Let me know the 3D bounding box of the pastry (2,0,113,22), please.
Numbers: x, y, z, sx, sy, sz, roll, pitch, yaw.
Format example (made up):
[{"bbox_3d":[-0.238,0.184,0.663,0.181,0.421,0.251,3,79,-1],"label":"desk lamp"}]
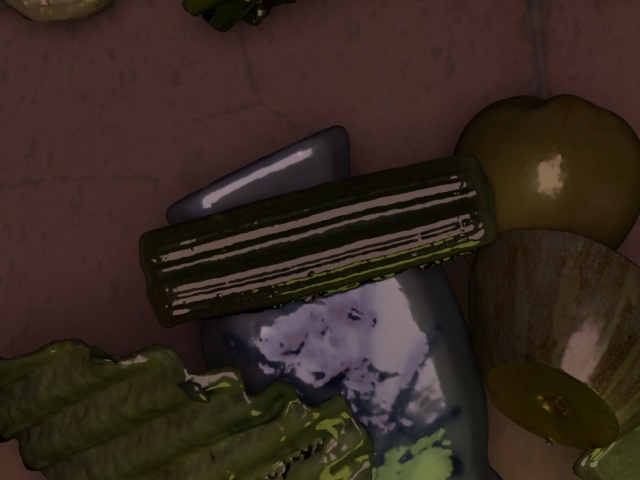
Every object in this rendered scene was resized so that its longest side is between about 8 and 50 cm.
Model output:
[{"bbox_3d":[-0.252,-0.283,1.764,0.165,0.088,0.166,0,93,-5],"label":"pastry"}]

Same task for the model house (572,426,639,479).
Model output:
[{"bbox_3d":[0.348,0.172,1.778,0.189,0.195,0.214,-6,77,22],"label":"model house"}]

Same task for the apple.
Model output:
[{"bbox_3d":[0.210,-0.051,1.741,0.200,0.200,0.200,0,92,-2],"label":"apple"}]

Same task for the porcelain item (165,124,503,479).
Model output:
[{"bbox_3d":[0.022,0.110,1.740,0.242,0.178,0.405,-26,91,-1],"label":"porcelain item"}]

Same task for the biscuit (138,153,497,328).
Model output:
[{"bbox_3d":[0.000,0.000,1.639,0.322,0.038,0.099,-14,82,1],"label":"biscuit"}]

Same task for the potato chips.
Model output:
[{"bbox_3d":[-0.133,0.228,1.671,0.389,0.097,0.373,-5,122,28],"label":"potato chips"}]

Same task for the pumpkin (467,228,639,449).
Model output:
[{"bbox_3d":[0.211,0.106,1.659,0.217,0.217,0.110,39,47,-3],"label":"pumpkin"}]

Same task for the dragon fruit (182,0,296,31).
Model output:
[{"bbox_3d":[-0.010,-0.314,1.739,0.198,0.200,0.269,47,122,6],"label":"dragon fruit"}]
